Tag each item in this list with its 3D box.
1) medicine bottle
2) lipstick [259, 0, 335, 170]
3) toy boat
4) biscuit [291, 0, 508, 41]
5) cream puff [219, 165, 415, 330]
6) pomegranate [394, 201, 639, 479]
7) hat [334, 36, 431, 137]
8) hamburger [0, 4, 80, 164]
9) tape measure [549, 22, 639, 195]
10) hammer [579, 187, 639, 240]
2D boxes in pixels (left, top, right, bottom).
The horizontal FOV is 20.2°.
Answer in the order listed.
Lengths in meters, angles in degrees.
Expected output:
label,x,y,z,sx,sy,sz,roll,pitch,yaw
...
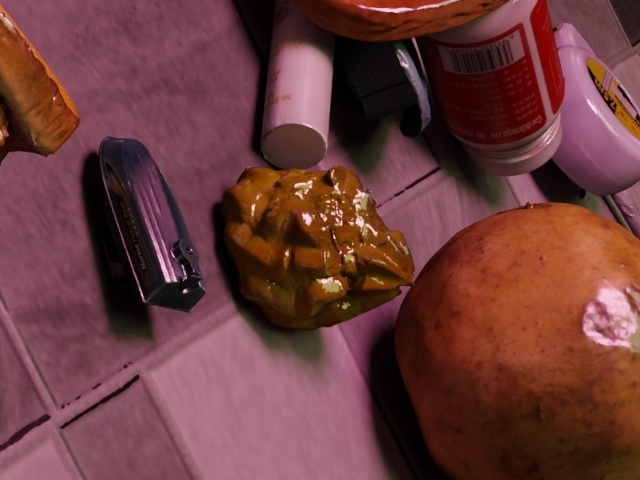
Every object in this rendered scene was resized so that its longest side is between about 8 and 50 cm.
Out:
label,x,y,z,sx,sy,sz,roll,pitch,yaw
medicine bottle,0.167,-0.178,1.755,0.250,0.131,0.131,67,16,-52
lipstick,-0.016,-0.170,1.572,0.059,0.059,0.264,44,34,-35
toy boat,-0.125,-0.016,1.255,0.055,0.060,0.141,16,47,-55
biscuit,0.044,-0.292,1.610,0.262,0.052,0.277,-26,66,-34
cream puff,0.000,0.000,1.399,0.146,0.116,0.146,39,40,-43
pomegranate,0.200,0.108,1.507,0.281,0.281,0.281,41,36,-38
hat,0.050,-0.158,1.651,0.138,0.078,0.191,62,9,-10
hamburger,-0.226,-0.101,1.022,0.191,0.118,0.182,41,-6,47
tape measure,0.290,-0.136,2.018,0.196,0.105,0.178,53,23,-6
hammer,0.427,0.038,2.195,0.427,0.044,0.152,56,29,-17
